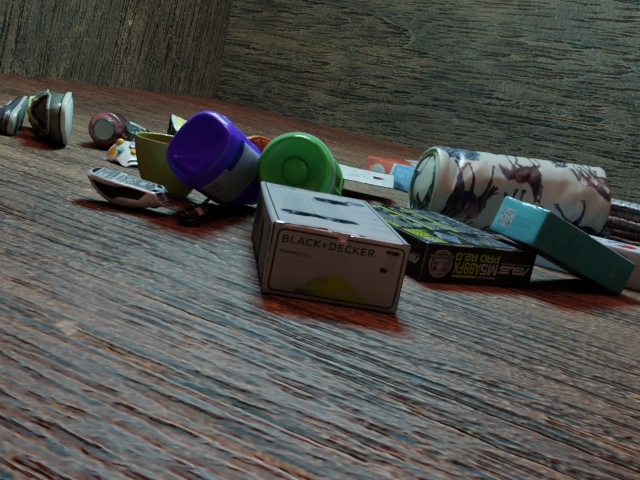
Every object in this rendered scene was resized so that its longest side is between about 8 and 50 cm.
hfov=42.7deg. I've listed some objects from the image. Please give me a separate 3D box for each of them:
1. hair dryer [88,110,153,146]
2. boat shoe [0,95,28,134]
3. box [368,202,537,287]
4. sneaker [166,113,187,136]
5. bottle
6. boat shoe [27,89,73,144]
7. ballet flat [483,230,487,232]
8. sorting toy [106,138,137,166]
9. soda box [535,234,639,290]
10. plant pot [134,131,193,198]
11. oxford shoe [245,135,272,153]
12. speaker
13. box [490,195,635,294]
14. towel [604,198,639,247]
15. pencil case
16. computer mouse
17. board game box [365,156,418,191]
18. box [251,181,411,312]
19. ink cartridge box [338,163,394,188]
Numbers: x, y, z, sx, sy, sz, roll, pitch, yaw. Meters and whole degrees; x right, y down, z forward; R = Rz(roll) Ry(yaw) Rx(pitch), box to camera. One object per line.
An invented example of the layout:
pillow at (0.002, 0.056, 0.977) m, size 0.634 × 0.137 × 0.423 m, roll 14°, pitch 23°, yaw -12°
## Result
hair dryer at (-0.405, -0.216, 1.817) m, size 0.223 × 0.080 × 0.293 m, roll 23°, pitch 6°, yaw -46°
boat shoe at (-0.673, -0.275, 1.761) m, size 0.065 × 0.075 × 0.206 m, roll 12°, pitch 16°, yaw -15°
box at (0.174, 0.002, 1.314) m, size 0.216 × 0.060 × 0.270 m, roll 4°, pitch 13°, yaw -31°
sneaker at (-0.334, -0.267, 2.045) m, size 0.094 × 0.081 × 0.208 m, roll 12°, pitch 11°, yaw -8°
bottle at (-0.151, -0.119, 1.338) m, size 0.092 × 0.118 × 0.283 m, roll 41°, pitch 1°, yaw 15°
boat shoe at (-0.576, -0.266, 1.741) m, size 0.091 × 0.109 × 0.305 m, roll 7°, pitch 6°, yaw -19°
ballet flat at (0.289, 0.002, 1.481) m, size 0.041 × 0.041 × 0.114 m, roll 18°, pitch 13°, yaw 30°
sorting toy at (-0.374, -0.164, 1.633) m, size 0.083 × 0.045 × 0.075 m, roll 4°, pitch 33°, yaw -32°
soda box at (0.496, 0.032, 1.472) m, size 0.216 × 0.069 × 0.074 m, roll 14°, pitch 12°, yaw 15°
plant pot at (-0.256, -0.124, 1.396) m, size 0.134 × 0.095 × 0.134 m, roll 12°, pitch 11°, yaw -2°
oxford shoe at (-0.190, -0.183, 1.760) m, size 0.098 × 0.097 × 0.271 m, roll 13°, pitch 10°, yaw 36°
speaker at (-0.028, -0.106, 1.376) m, size 0.131 × 0.131 × 0.296 m, roll 13°, pitch 2°, yaw 4°
box at (0.394, 0.011, 1.323) m, size 0.244 × 0.060 × 0.100 m, roll 25°, pitch 3°, yaw -34°
towel at (0.644, -0.028, 1.801) m, size 0.283 × 0.121 × 0.235 m, roll 14°, pitch 10°, yaw 20°
pencil case at (0.361, -0.075, 1.593) m, size 0.410 × 0.184 × 0.160 m, roll 6°, pitch 8°, yaw -17°
computer mouse at (-0.262, -0.063, 1.242) m, size 0.193 × 0.042 × 0.106 m, roll 18°, pitch 16°, yaw 0°
board game box at (0.309, -0.166, 2.247) m, size 0.242 × 0.064 × 0.316 m, roll 20°, pitch 14°, yaw 36°
box at (0.000, 0.000, 1.077) m, size 0.169 × 0.087 × 0.290 m, roll 10°, pitch 11°, yaw -11°
ink cartridge box at (0.040, -0.130, 1.817) m, size 0.239 × 0.060 × 0.275 m, roll 13°, pitch 11°, yaw 3°
